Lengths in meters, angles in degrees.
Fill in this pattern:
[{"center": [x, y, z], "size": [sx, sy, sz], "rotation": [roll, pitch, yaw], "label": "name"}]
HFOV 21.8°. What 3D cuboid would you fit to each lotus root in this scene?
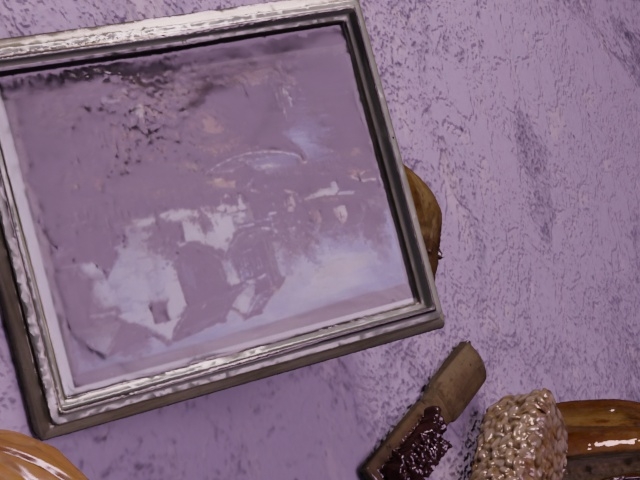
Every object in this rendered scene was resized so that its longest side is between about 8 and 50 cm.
[{"center": [0.257, 0.188, 1.523], "size": [0.159, 0.135, 0.095], "rotation": [49, 33, -61], "label": "lotus root"}, {"center": [0.000, 0.000, 1.134], "size": [0.260, 0.128, 0.145], "rotation": [4, 82, -59], "label": "lotus root"}]

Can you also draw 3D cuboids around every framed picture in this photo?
[{"center": [-0.064, -0.027, 0.999], "size": [0.296, 0.019, 0.232], "rotation": [-14, 87, -33], "label": "framed picture"}]

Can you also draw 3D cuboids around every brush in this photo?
[{"center": [0.094, 0.142, 1.325], "size": [0.248, 0.036, 0.043], "rotation": [-40, 115, -60], "label": "brush"}]

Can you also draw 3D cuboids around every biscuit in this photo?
[{"center": [0.158, 0.199, 1.373], "size": [0.082, 0.070, 0.168], "rotation": [57, 36, -30], "label": "biscuit"}]

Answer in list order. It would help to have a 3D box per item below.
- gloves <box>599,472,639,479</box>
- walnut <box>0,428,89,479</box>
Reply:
[{"center": [0.277, 0.318, 1.237], "size": [0.133, 0.116, 0.294], "rotation": [32, 20, -37], "label": "gloves"}, {"center": [-0.148, 0.184, 0.739], "size": [0.165, 0.165, 0.197], "rotation": [-17, 83, -62], "label": "walnut"}]
